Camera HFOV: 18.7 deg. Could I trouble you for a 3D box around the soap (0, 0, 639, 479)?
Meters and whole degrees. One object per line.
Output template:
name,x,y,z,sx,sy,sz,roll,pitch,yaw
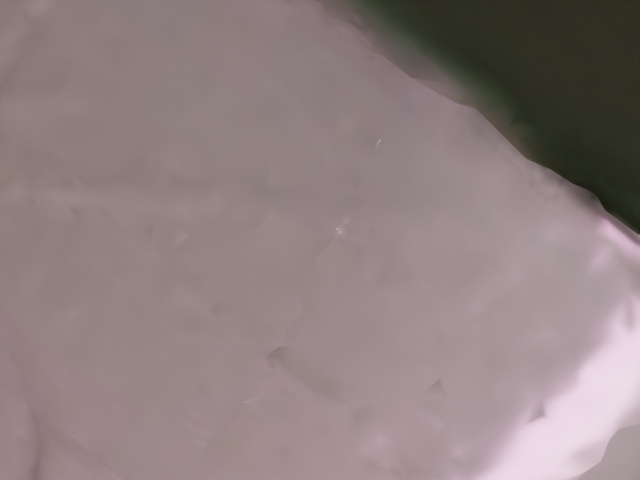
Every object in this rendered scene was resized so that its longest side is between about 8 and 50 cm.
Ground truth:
soap,-0.090,0.016,0.600,0.435,0.350,0.213,-49,171,34
